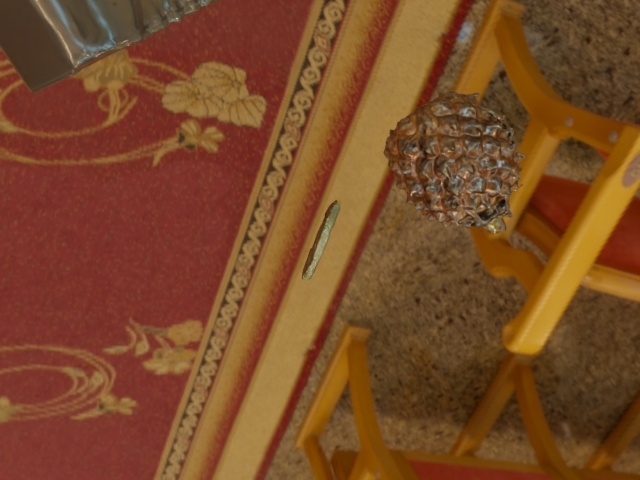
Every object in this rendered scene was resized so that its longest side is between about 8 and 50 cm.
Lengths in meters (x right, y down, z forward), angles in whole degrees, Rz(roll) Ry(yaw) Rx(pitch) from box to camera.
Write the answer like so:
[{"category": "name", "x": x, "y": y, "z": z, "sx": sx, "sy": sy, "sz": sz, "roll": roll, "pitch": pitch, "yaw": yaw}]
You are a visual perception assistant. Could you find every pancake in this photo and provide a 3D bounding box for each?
[{"category": "pancake", "x": 0.000, "y": -0.001, "z": 0.986, "sx": 0.017, "sy": 0.108, "sz": 0.108, "roll": 20, "pitch": 118, "yaw": -4}]

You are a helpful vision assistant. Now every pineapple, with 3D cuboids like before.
[{"category": "pineapple", "x": 0.181, "y": -0.091, "z": 1.034, "sx": 0.166, "sy": 0.166, "sz": 0.193, "roll": -33, "pitch": 87, "yaw": 10}]

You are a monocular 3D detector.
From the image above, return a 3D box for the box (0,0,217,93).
[{"category": "box", "x": -0.118, "y": -0.227, "z": 0.509, "sx": 0.274, "sy": 0.138, "sz": 0.178, "roll": -39, "pitch": 112, "yaw": -34}]
